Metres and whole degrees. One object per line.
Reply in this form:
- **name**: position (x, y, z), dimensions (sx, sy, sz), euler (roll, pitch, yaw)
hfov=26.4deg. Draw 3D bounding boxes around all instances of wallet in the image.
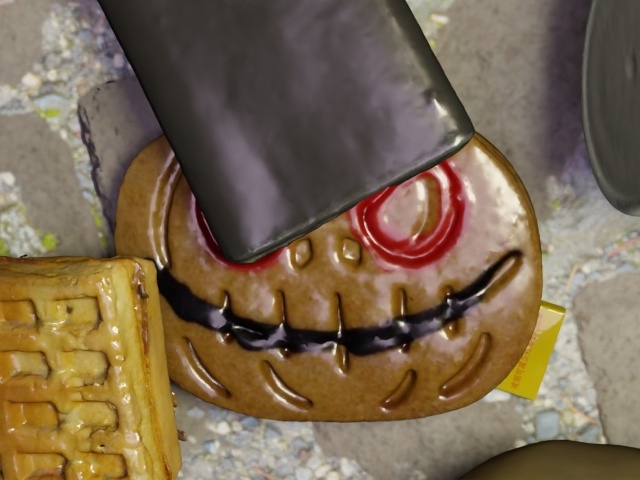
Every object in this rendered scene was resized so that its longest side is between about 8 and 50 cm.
- **wallet**: position (-0.067, -0.204, 1.069), dimensions (0.228, 0.062, 0.406), euler (-28, 88, 16)

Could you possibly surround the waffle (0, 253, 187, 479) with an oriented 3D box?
- **waffle**: position (-0.288, 0.118, 1.188), dimensions (0.327, 0.098, 0.224), euler (0, 108, 21)

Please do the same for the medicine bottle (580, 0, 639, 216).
- **medicine bottle**: position (0.356, -0.113, 0.934), dimensions (0.306, 0.245, 0.245), euler (0, 106, -9)

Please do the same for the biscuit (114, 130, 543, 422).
- **biscuit**: position (0.000, 0.000, 1.137), dimensions (0.367, 0.063, 0.314), euler (-1, 104, 15)

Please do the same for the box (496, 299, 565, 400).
- **box**: position (0.124, 0.075, 1.172), dimensions (0.155, 0.023, 0.087), euler (18, 110, 4)

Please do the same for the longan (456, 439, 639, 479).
- **longan**: position (0.215, 0.342, 1.083), dimensions (0.360, 0.361, 0.361), euler (2, 105, 9)
